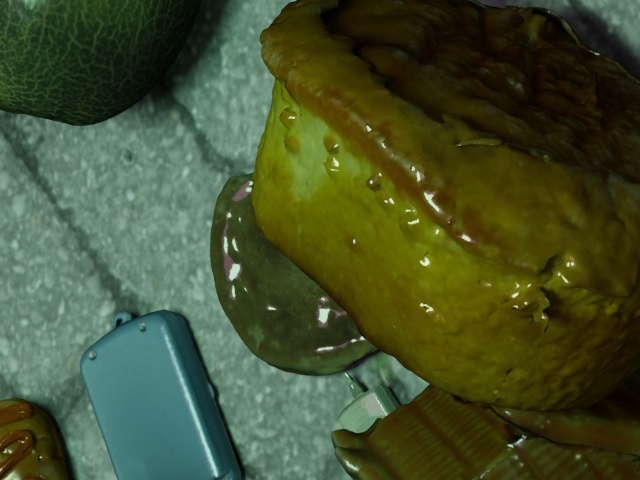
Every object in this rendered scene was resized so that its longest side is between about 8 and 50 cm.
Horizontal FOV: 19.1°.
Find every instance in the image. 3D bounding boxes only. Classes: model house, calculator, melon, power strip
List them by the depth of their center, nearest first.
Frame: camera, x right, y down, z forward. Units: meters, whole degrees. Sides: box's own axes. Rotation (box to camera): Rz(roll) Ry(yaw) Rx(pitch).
[{"bbox_3d":[0.160,0.177,1.440,0.229,0.199,0.219,-36,111,-2],"label":"model house"},{"bbox_3d":[0.068,0.188,1.565,0.047,0.030,0.191,-41,70,25],"label":"power strip"},{"bbox_3d":[-0.212,-0.252,1.620,0.237,0.237,0.301,15,95,32],"label":"melon"},{"bbox_3d":[-0.145,0.160,1.697,0.121,0.039,0.210,-29,74,28],"label":"calculator"}]

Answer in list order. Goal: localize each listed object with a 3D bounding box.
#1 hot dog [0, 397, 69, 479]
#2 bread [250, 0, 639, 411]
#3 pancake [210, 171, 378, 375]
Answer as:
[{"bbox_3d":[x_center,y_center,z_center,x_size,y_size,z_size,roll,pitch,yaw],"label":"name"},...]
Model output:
[{"bbox_3d":[-0.288,0.318,1.744,0.158,0.117,0.349,-18,80,31],"label":"hot dog"},{"bbox_3d":[0.111,-0.042,1.360,0.358,0.337,0.204,45,121,33],"label":"bread"},{"bbox_3d":[0.000,0.000,1.601,0.236,0.042,0.222,-20,76,30],"label":"pancake"}]
